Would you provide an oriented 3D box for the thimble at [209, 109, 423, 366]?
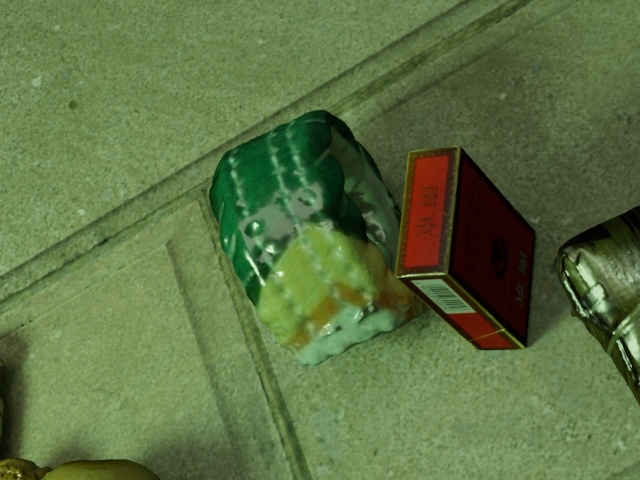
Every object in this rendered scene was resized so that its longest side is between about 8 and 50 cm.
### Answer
[{"bbox_3d":[0.000,0.000,1.939,0.167,0.254,0.288,-27,63,15],"label":"thimble"}]

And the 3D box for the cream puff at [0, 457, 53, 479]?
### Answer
[{"bbox_3d":[-0.379,0.344,2.051,0.103,0.126,0.144,-115,39,-63],"label":"cream puff"}]

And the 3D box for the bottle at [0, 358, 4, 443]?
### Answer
[{"bbox_3d":[-0.469,0.241,2.172,0.110,0.097,0.209,-13,60,23],"label":"bottle"}]

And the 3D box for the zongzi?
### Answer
[{"bbox_3d":[0.426,0.077,1.768,0.286,0.134,0.288,-27,74,4],"label":"zongzi"}]

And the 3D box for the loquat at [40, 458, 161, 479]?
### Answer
[{"bbox_3d":[-0.261,0.353,1.942,0.213,0.213,0.213,-12,62,23],"label":"loquat"}]

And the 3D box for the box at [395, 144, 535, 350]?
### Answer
[{"bbox_3d":[0.166,0.014,1.850,0.074,0.240,0.153,-8,64,25],"label":"box"}]
